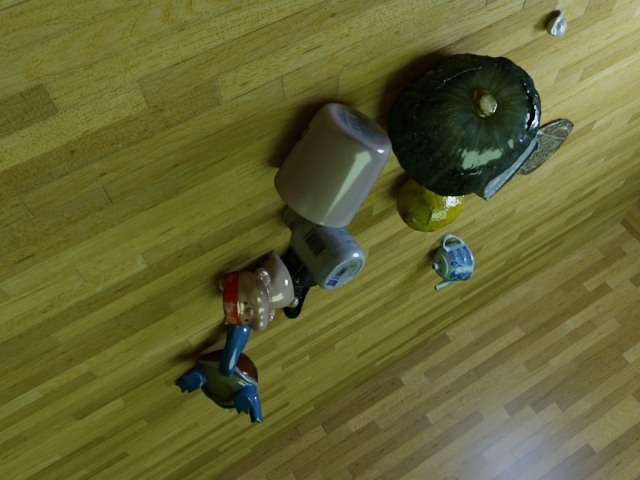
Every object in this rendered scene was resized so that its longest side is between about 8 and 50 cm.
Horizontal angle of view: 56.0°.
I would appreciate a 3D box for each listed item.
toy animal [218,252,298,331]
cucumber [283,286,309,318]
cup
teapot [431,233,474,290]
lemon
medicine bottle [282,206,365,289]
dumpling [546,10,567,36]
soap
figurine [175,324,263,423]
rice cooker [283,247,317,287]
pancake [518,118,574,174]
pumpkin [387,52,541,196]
[{"bbox_3d":[-0.169,0.138,1.559,0.197,0.171,0.171,-26,153,-27],"label":"toy animal"},{"bbox_3d":[-0.078,0.177,1.832,0.067,0.067,0.245,-20,152,-29],"label":"cucumber"},{"bbox_3d":[0.042,-0.175,1.283,0.200,0.191,0.253,-56,177,30],"label":"cup"},{"bbox_3d":[0.484,0.081,2.266,0.159,0.159,0.232,-18,122,-32],"label":"teapot"},{"bbox_3d":[0.310,-0.111,1.692,0.193,0.181,0.180,-9,149,-6],"label":"lemon"},{"bbox_3d":[0.000,0.000,1.453,0.135,0.215,0.135,-28,153,-16],"label":"medicine bottle"},{"bbox_3d":[0.582,-0.531,1.473,0.077,0.043,0.059,-13,124,-33],"label":"dumpling"},{"bbox_3d":[0.432,-0.239,1.657,0.302,0.159,0.258,0,139,-48],"label":"soap"},{"bbox_3d":[-0.295,0.419,1.836,0.298,0.243,0.416,14,139,0],"label":"figurine"},{"bbox_3d":[-0.031,0.057,1.632,0.106,0.112,0.165,3,134,-44],"label":"rice cooker"},{"bbox_3d":[0.756,-0.318,2.045,0.250,0.031,0.250,-28,152,-16],"label":"pancake"},{"bbox_3d":[0.321,-0.266,1.342,0.328,0.291,0.257,-46,-178,-4],"label":"pumpkin"}]
